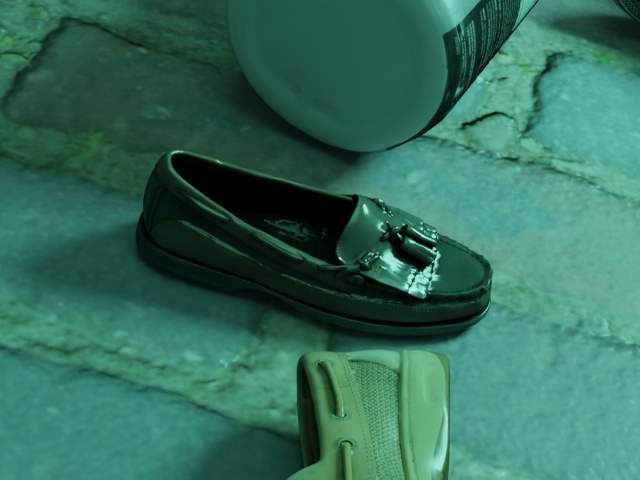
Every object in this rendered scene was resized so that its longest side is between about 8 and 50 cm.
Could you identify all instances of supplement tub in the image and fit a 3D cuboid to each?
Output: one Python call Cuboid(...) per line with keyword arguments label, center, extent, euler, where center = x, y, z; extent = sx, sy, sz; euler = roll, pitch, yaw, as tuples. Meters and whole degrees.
Cuboid(label="supplement tub", center=(0.083, -0.239, 1.313), extent=(0.207, 0.207, 0.338), euler=(25, 43, 13))

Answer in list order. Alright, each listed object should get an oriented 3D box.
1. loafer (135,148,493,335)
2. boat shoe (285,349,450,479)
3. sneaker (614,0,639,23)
Cuboid(label="loafer", center=(0.000, 0.000, 1.120), extent=(0.268, 0.084, 0.096), euler=(12, 42, -2))
Cuboid(label="boat shoe", center=(0.018, 0.188, 0.905), extent=(0.110, 0.121, 0.341), euler=(7, 32, 0))
Cuboid(label="sneaker", center=(0.400, -0.189, 1.406), extent=(0.299, 0.121, 0.112), euler=(27, 45, 14))
